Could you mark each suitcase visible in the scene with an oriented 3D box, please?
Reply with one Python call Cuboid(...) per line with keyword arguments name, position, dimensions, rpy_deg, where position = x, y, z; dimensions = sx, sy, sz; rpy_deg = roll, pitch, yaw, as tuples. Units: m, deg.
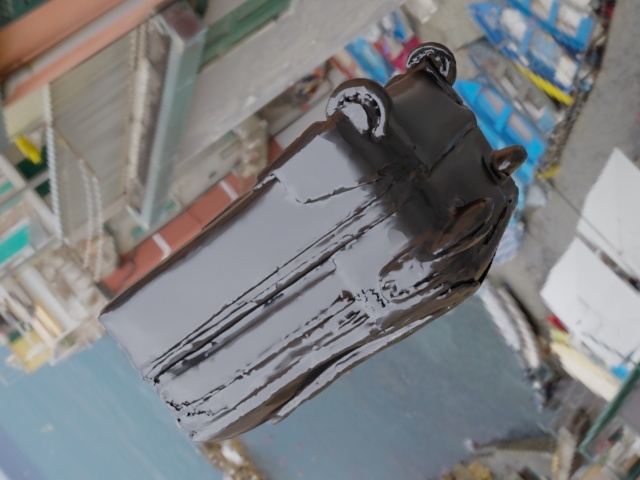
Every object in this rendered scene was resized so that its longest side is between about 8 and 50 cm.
Cuboid(name="suitcase", position=(0.000, 0.000, 0.898), dimensions=(0.188, 0.339, 0.345), rpy_deg=(53, -158, -5))
